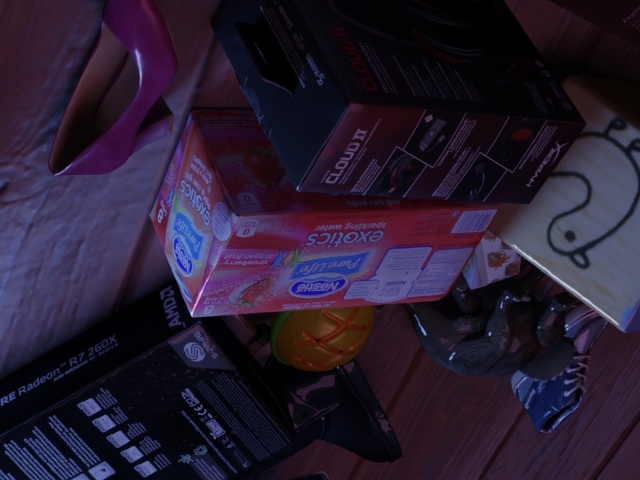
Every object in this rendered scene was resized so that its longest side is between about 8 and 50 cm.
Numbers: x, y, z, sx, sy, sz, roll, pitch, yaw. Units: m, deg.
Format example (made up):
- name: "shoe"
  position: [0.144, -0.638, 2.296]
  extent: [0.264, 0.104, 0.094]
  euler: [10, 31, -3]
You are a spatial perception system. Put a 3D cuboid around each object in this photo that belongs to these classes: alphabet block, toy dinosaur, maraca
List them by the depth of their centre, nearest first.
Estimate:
- name: "alphabet block"
  position: [0.322, -0.040, 1.808]
  extent: [0.193, 0.197, 0.192]
  euler: [0, 124, -58]
- name: "maraca"
  position: [0.006, 0.074, 1.907]
  extent: [0.127, 0.099, 0.186]
  euler: [-18, 145, -27]
- name: "toy dinosaur"
  position: [0.207, 0.110, 2.070]
  extent: [0.313, 0.121, 0.160]
  euler: [-6, 128, -33]

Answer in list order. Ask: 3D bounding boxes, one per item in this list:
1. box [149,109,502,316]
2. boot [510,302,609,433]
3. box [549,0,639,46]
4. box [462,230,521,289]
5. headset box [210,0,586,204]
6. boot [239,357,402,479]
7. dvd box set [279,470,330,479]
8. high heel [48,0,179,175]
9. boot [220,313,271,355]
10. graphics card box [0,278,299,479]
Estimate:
- name: "box"
  position: [0.004, -0.030, 1.731]
  extent: [0.300, 0.142, 0.154]
  euler: [-3, 139, -29]
- name: "boot"
  position: [0.324, 0.163, 2.241]
  extent: [0.069, 0.086, 0.190]
  euler: [4, 135, -37]
- name: "box"
  position: [0.276, -0.293, 1.541]
  extent: [0.203, 0.168, 0.167]
  euler: [16, 127, -45]
- name: "box"
  position: [0.184, -0.070, 1.865]
  extent: [0.063, 0.067, 0.324]
  euler: [-18, 146, -12]
- name: "headset box"
  position: [0.055, -0.148, 1.544]
  extent: [0.293, 0.218, 0.110]
  euler: [3, 135, -35]
- name: "boot"
  position: [-0.028, 0.227, 2.087]
  extent: [0.207, 0.094, 0.246]
  euler: [-30, 139, -1]
- name: "dvd box set"
  position: [-0.161, 0.421, 2.206]
  extent: [0.307, 0.062, 0.420]
  euler: [-10, 154, -16]
- name: "high heel"
  position: [-0.191, -0.141, 1.516]
  extent: [0.117, 0.082, 0.244]
  euler: [-27, 160, -17]
- name: "boot"
  position: [-0.109, 0.104, 1.928]
  extent: [0.087, 0.042, 0.118]
  euler: [-26, 138, 16]
- name: "graphics card box"
  position: [-0.237, 0.218, 1.891]
  extent: [0.371, 0.094, 0.233]
  euler: [-30, 128, 9]
